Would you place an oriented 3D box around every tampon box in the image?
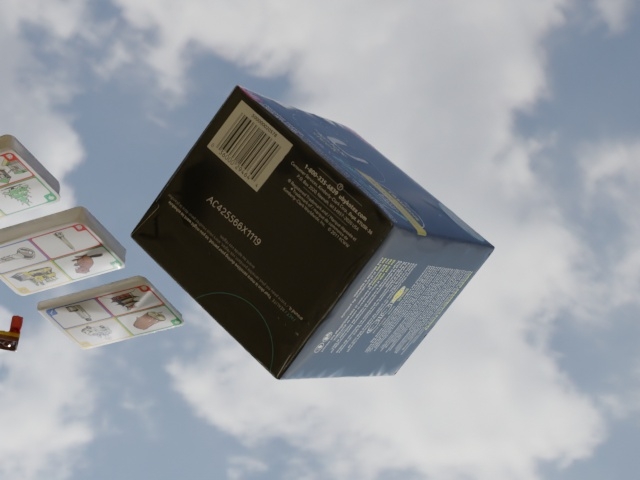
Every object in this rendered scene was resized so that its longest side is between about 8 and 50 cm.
[{"bbox_3d":[0.000,0.000,0.878,0.120,0.161,0.101,42,-77,21],"label":"tampon box"}]

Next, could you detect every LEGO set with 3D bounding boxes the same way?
[{"bbox_3d":[-0.227,0.014,0.954,0.244,0.182,0.060,-16,-131,23],"label":"LEGO set"}]
